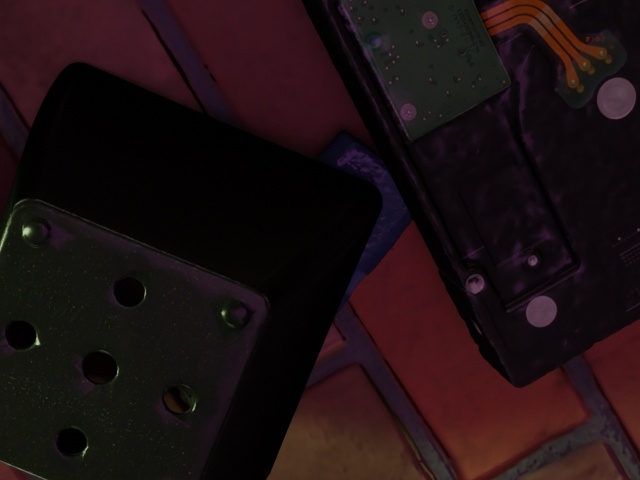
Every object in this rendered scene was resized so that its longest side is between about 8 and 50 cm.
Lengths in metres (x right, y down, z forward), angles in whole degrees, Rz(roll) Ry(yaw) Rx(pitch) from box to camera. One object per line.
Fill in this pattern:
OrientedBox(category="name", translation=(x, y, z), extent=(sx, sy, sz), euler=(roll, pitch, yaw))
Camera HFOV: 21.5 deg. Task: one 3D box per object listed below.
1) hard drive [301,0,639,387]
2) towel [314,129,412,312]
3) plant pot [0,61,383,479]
OrientedBox(category="hard drive", translation=(0.122, -0.122, 0.875), extent=(0.237, 0.064, 0.339), euler=(-31, 110, -5))
OrientedBox(category="towel", translation=(0.000, 0.000, 0.935), extent=(0.067, 0.029, 0.119), euler=(37, 101, -16))
OrientedBox(category="plant pot", translation=(-0.093, 0.038, 0.846), extent=(0.188, 0.167, 0.187), euler=(23, 104, 1))
